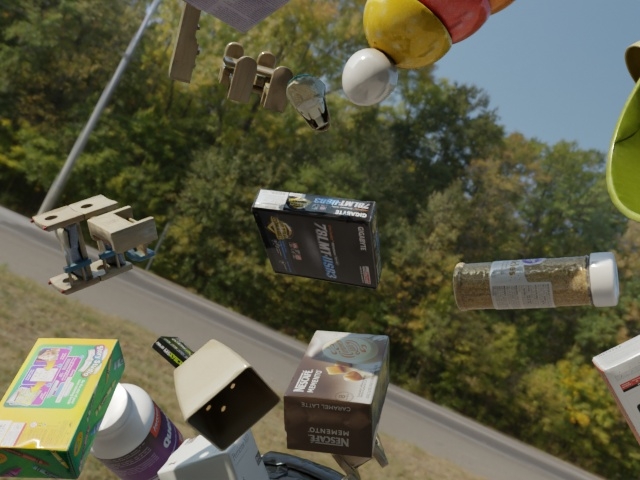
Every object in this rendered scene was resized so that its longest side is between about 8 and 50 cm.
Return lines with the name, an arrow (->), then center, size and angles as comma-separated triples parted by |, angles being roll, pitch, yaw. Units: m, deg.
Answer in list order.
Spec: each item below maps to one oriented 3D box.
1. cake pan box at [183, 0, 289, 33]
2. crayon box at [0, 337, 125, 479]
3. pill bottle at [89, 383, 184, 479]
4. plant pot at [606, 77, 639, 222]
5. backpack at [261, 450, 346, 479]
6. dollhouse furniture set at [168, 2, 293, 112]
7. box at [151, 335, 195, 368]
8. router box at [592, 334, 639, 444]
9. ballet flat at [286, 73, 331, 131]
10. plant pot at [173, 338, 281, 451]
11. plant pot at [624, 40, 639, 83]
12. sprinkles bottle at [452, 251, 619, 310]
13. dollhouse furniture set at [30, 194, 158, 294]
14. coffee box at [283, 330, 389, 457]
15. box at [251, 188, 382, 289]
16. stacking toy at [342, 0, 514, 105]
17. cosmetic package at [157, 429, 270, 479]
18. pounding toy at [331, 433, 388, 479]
cake pan box -> -0.136, -0.445, 1.012 | 0.246, 0.070, 0.267 | -24, -29, 39
crayon box -> -0.487, 0.300, 1.242 | 0.166, 0.081, 0.278 | 1, 34, 4
pill bottle -> -0.459, 0.467, 1.620 | 0.182, 0.181, 0.322 | 21, -31, 27
plant pot -> 0.651, -0.114, 0.889 | 0.353, 0.366, 0.366 | 25, -6, -11
backpack -> -0.026, 0.642, 1.558 | 0.356, 0.273, 0.290 | 37, 18, -9
dollhouse furniture set -> -0.178, -0.392, 1.398 | 0.242, 0.160, 0.212 | 12, 20, -18
box -> -0.366, 0.341, 1.872 | 0.191, 0.045, 0.184 | 39, -3, 9
router box -> 0.778, 0.302, 1.350 | 0.301, 0.336, 0.082 | 61, 9, -4
ballet flat -> -0.009, -0.200, 1.002 | 0.052, 0.057, 0.168 | 66, 8, 7
plant pot -> -0.139, 0.203, 0.926 | 0.096, 0.109, 0.109 | 41, -13, 42
plant pot -> 0.581, -0.291, 1.093 | 0.134, 0.095, 0.134 | 52, 5, -7
sprinkles bottle -> 0.494, 0.100, 1.555 | 0.356, 0.121, 0.121 | -6, -20, 26
dollhouse furniture set -> -0.362, 0.021, 1.094 | 0.129, 0.129, 0.184 | -25, 31, -36
coffee box -> 0.035, 0.249, 1.135 | 0.141, 0.098, 0.246 | 2, 17, 12
box -> 0.000, 0.000, 1.689 | 0.294, 0.073, 0.295 | 10, -33, 15
stacking toy -> 0.204, -0.497, 1.444 | 0.351, 0.479, 0.350 | 38, -2, 2
cosmetic package -> -0.197, 0.485, 1.320 | 0.152, 0.183, 0.151 | -19, 4, 11
pounding toy -> 0.028, 0.399, 1.306 | 0.154, 0.155, 0.269 | 58, 1, -7
